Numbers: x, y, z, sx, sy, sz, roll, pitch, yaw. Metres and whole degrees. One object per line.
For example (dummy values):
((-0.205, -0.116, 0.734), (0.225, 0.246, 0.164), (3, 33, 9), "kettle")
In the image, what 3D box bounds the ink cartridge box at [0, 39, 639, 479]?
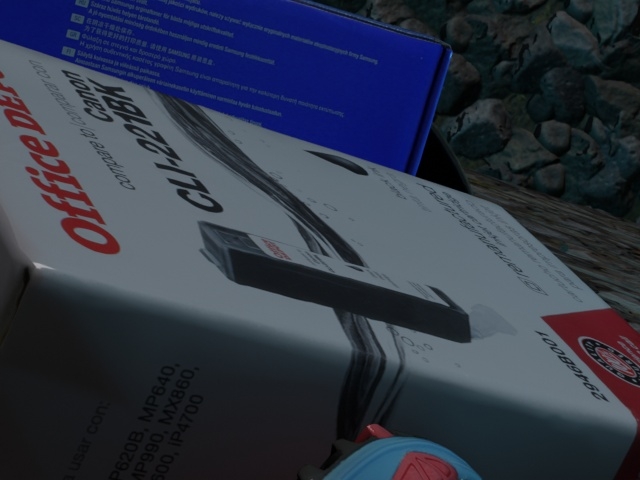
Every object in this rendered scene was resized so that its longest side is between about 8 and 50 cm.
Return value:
((-0.024, 0.041, 0.591), (0.272, 0.114, 0.197), (16, 19, -32), "ink cartridge box")

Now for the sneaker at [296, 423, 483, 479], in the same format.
((0.013, 0.128, 0.398), (0.125, 0.104, 0.262), (35, 18, 14), "sneaker")

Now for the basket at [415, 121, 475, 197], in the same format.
((0.000, 0.000, 0.936), (0.204, 0.154, 0.227), (62, 2, 0), "basket")

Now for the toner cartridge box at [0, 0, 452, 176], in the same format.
((-0.130, -0.046, 0.700), (0.347, 0.165, 0.075), (13, 7, -29), "toner cartridge box")
